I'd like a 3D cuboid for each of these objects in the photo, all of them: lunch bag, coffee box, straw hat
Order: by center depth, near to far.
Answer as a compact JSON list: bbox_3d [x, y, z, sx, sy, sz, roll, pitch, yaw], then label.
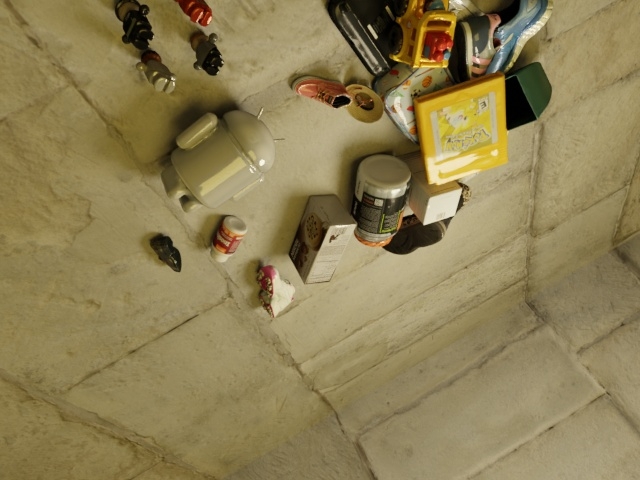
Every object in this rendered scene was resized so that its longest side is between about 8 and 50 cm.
[{"bbox_3d":[0.142,-0.440,1.697,0.144,0.144,0.061,82,31,-50],"label":"straw hat"},{"bbox_3d":[0.325,-0.468,1.762,0.243,0.115,0.303,-42,141,9],"label":"lunch bag"},{"bbox_3d":[0.000,0.000,2.012,0.119,0.168,0.297,-5,136,-31],"label":"coffee box"}]

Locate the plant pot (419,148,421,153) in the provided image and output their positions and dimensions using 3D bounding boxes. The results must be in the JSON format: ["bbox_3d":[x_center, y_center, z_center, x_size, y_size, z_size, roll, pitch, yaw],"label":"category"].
[{"bbox_3d":[0.478,-0.364,1.919,0.205,0.205,0.188,-1,124,-34],"label":"plant pot"}]

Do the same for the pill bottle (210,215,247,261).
[{"bbox_3d":[-0.316,-0.001,1.858,0.086,0.086,0.152,7,128,-39],"label":"pill bottle"}]

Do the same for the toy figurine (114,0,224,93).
[{"bbox_3d":[-0.345,-0.473,1.273,0.213,0.148,0.209,-27,148,-10],"label":"toy figurine"}]

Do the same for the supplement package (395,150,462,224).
[{"bbox_3d":[0.378,-0.198,1.987,0.139,0.244,0.134,-16,139,-17],"label":"supplement package"}]

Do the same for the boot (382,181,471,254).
[{"bbox_3d":[0.406,-0.091,2.176,0.284,0.138,0.377,-46,-167,-29],"label":"boot"}]

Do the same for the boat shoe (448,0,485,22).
[{"bbox_3d":[0.401,-0.674,1.602,0.226,0.083,0.076,10,125,-42],"label":"boat shoe"}]

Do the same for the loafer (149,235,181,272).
[{"bbox_3d":[-0.507,0.048,1.815,0.061,0.062,0.170,-7,138,5],"label":"loafer"}]

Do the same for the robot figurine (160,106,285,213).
[{"bbox_3d":[-0.274,-0.228,1.540,0.353,0.200,0.300,-34,144,3],"label":"robot figurine"}]

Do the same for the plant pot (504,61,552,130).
[{"bbox_3d":[0.678,-0.502,1.868,0.234,0.165,0.166,-41,-164,-36],"label":"plant pot"}]

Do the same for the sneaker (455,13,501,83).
[{"bbox_3d":[0.499,-0.557,1.698,0.131,0.112,0.319,-21,151,5],"label":"sneaker"}]

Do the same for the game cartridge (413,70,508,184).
[{"bbox_3d":[0.458,-0.347,1.758,0.285,0.052,0.323,-18,127,1],"label":"game cartridge"}]

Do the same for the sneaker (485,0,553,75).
[{"bbox_3d":[0.572,-0.649,1.740,0.147,0.130,0.330,17,132,-18],"label":"sneaker"}]

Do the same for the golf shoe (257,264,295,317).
[{"bbox_3d":[-0.170,0.179,2.160,0.140,0.115,0.306,-28,150,-22],"label":"golf shoe"}]

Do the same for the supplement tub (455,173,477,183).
[{"bbox_3d":[0.569,-0.267,2.186,0.107,0.071,0.071,-34,143,2],"label":"supplement tub"}]

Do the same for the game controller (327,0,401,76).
[{"bbox_3d":[0.148,-0.603,1.541,0.166,0.067,0.319,-51,141,2],"label":"game controller"}]

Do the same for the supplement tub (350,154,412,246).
[{"bbox_3d":[0.212,-0.136,1.985,0.193,0.193,0.316,-16,139,-20],"label":"supplement tub"}]

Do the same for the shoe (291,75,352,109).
[{"bbox_3d":[0.009,-0.432,1.604,0.178,0.081,0.063,-4,135,-31],"label":"shoe"}]

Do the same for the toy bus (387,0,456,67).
[{"bbox_3d":[0.292,-0.568,1.465,0.149,0.211,0.220,-5,124,-17],"label":"toy bus"}]
